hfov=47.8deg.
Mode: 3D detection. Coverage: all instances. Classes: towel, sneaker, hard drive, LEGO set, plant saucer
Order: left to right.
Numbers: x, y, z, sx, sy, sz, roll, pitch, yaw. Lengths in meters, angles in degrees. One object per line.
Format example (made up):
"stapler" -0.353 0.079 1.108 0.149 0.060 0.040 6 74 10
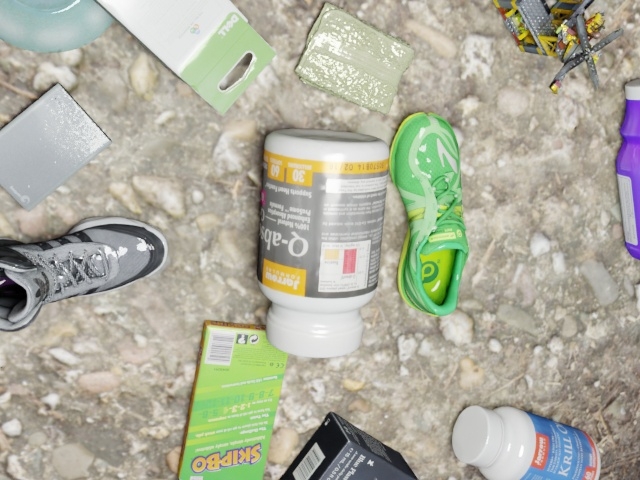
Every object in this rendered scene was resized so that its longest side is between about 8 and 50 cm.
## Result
"plant saucer" -0.320 -0.315 0.828 0.195 0.037 0.195 -4 105 -16
"hard drive" -0.339 -0.113 0.884 0.135 0.022 0.094 -41 113 -3
"sneaker" -0.312 0.043 0.864 0.269 0.153 0.101 -8 107 -15
"towel" 0.048 -0.239 0.969 0.148 0.027 0.110 21 99 -21
"sneaker" 0.166 -0.032 1.010 0.109 0.123 0.295 -10 107 -14
"LEGO set" 0.321 -0.370 0.896 0.255 0.192 0.331 -41 124 -9

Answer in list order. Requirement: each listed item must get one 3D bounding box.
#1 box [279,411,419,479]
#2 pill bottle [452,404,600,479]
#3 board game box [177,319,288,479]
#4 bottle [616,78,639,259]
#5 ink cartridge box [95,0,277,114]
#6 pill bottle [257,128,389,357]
"box" 0.040 0.375 1.099 0.158 0.093 0.156 36 92 -24
"pill bottle" 0.327 0.338 1.161 0.221 0.124 0.124 21 98 -22
"board game box" -0.127 0.246 1.042 0.124 0.039 0.259 8 99 -19
"bottle" 0.520 -0.109 1.117 0.118 0.092 0.282 -20 110 -12
"ink cartridge box" -0.163 -0.262 0.867 0.109 0.062 0.209 -49 127 0
"pill bottle" 0.000 0.000 0.947 0.162 0.162 0.278 0 104 -17
